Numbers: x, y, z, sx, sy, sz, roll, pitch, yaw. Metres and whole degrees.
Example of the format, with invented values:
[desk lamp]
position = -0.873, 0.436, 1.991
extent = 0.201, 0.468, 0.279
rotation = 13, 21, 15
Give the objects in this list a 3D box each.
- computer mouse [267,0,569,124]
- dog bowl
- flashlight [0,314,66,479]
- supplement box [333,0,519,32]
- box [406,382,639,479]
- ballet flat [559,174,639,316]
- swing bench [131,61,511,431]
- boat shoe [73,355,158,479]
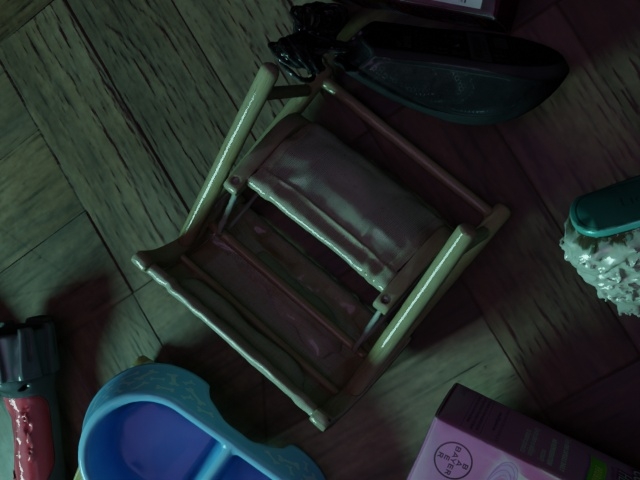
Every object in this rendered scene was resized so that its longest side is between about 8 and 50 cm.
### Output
[computer mouse]
position = 0.094, -0.159, 0.960
extent = 0.272, 0.188, 0.072
rotation = 10, 116, 5
[dog bowl]
position = -0.124, 0.256, 1.061
extent = 0.297, 0.074, 0.166
rotation = 36, 95, -1
[flashlight]
position = -0.335, 0.246, 1.150
extent = 0.103, 0.103, 0.304
rotation = -8, 98, -21
[supplement box]
position = 0.093, -0.259, 0.967
extent = 0.188, 0.104, 0.081
rotation = 14, 98, 17
[box]
position = 0.184, 0.290, 0.939
extent = 0.243, 0.117, 0.214
rotation = 25, 104, 12
[ballet flat]
position = 0.417, -0.036, 0.877
extent = 0.409, 0.147, 0.147
rotation = -19, 88, 23
[swing bench]
position = 0.000, 0.000, 0.993
extent = 0.253, 0.165, 0.255
rotation = 41, 111, 12
[boat shoe]
position = -0.231, 0.216, 1.145
extent = 0.072, 0.068, 0.190
rotation = 38, 95, 25
